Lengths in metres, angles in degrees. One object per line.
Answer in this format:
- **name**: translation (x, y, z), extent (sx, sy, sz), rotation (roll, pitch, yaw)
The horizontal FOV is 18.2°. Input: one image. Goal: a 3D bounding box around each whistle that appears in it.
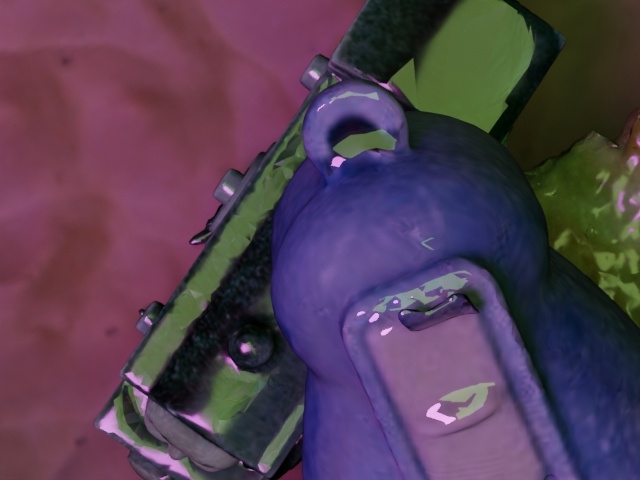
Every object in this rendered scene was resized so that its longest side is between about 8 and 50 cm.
- **whistle**: translation (0.055, 0.077, 0.503), extent (0.180, 0.093, 0.269), rotation (-21, 116, 4)

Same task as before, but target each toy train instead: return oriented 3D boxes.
- **toy train**: translation (0.000, 0.000, 0.564), extent (0.071, 0.111, 0.170), rotation (34, 86, 1)

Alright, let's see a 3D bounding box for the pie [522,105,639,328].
- **pie**: translation (0.137, 0.039, 0.577), extent (0.248, 0.090, 0.201), rotation (-23, 101, 5)
